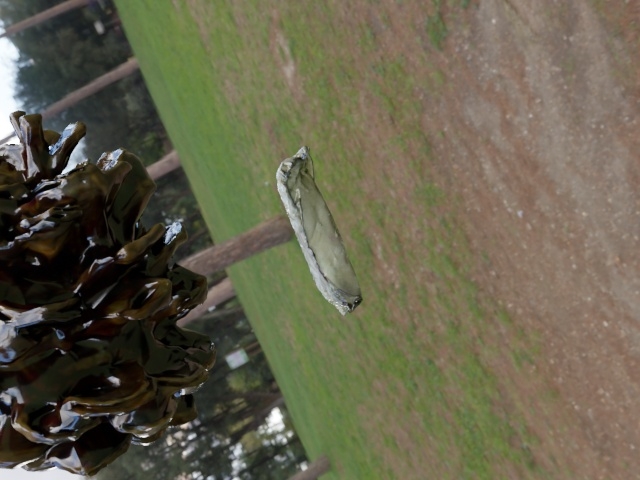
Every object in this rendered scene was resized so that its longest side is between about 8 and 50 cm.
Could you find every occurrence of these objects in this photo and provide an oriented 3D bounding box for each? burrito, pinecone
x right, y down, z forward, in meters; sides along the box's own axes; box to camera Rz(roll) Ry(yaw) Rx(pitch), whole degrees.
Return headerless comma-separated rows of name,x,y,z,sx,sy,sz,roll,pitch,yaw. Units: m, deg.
burrito,-0.001,-0.001,0.851,0.063,0.058,0.230,-131,21,-68
pinecone,-0.197,0.050,0.508,0.243,0.243,0.257,-123,24,-44
